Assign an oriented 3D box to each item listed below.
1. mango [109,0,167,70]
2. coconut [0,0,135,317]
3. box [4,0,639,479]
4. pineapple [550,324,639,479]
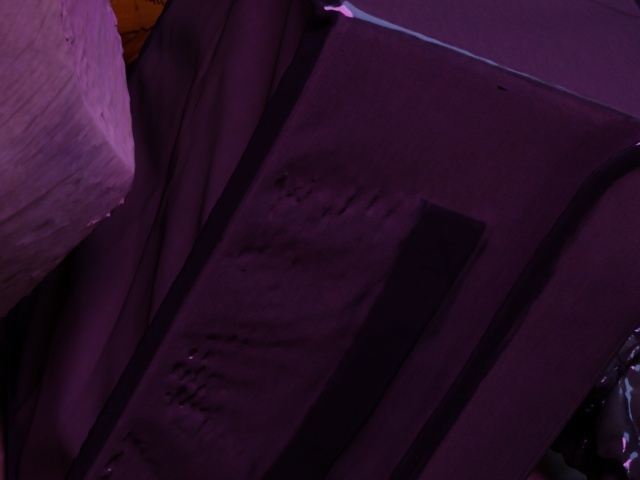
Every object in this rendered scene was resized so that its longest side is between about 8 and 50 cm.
[{"bbox_3d":[-0.117,-0.129,0.972,0.077,0.063,0.127,37,23,31],"label":"mango"},{"bbox_3d":[-0.174,-0.061,0.583,0.227,0.227,0.230,18,21,-28],"label":"coconut"},{"bbox_3d":[0.000,0.000,0.638,0.153,0.252,0.188,21,28,-21],"label":"box"},{"bbox_3d":[0.114,0.019,0.862,0.170,0.141,0.310,-26,51,-8],"label":"pineapple"}]
